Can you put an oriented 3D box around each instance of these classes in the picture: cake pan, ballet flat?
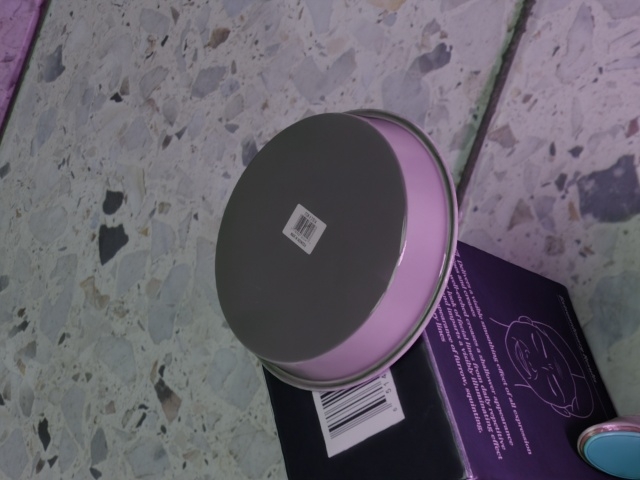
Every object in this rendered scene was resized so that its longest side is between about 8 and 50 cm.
[{"bbox_3d":[0.000,0.000,0.947,0.293,0.054,0.293,-16,65,38],"label":"cake pan"},{"bbox_3d":[0.360,0.218,1.012,0.068,0.213,0.072,-95,24,-57],"label":"ballet flat"}]

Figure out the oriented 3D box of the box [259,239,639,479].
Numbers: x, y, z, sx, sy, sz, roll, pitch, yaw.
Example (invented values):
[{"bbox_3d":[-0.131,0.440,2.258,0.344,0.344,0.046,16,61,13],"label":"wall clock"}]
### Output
[{"bbox_3d":[0.148,0.179,1.065,0.212,0.395,0.293,-35,54,29],"label":"box"}]
